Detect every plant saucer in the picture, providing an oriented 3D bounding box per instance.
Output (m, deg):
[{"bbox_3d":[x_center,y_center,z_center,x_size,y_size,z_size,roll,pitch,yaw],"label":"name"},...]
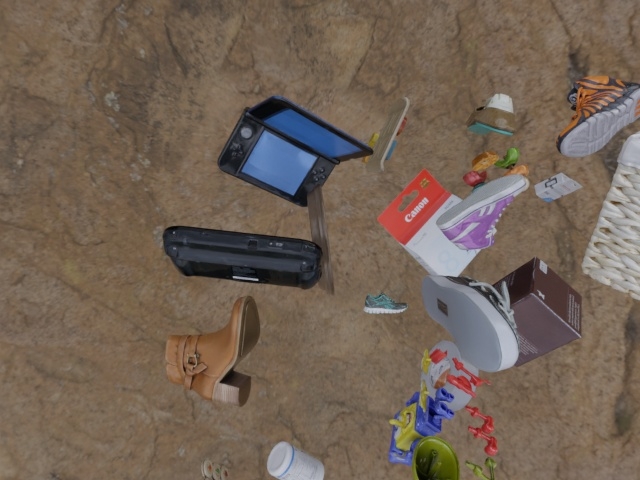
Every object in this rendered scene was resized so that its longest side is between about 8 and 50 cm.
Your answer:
[{"bbox_3d":[0.000,0.000,1.152,0.041,0.278,0.277,-8,98,0],"label":"plant saucer"}]

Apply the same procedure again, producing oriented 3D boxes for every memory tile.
[{"bbox_3d":[-0.209,0.521,0.933,0.012,0.148,0.113,-17,140,8],"label":"memory tile"}]

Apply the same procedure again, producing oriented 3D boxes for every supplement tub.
[{"bbox_3d":[-0.052,0.478,0.981,0.107,0.071,0.071,40,95,-25],"label":"supplement tub"}]

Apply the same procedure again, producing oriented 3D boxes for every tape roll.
[{"bbox_3d":[0.427,0.449,1.555,0.072,0.219,0.219,22,97,-15],"label":"tape roll"}]

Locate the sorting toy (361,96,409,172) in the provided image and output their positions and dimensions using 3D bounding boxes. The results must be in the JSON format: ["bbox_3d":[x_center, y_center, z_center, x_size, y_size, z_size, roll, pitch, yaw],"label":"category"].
[{"bbox_3d":[0.210,-0.330,1.528,0.041,0.307,0.229,20,94,-9],"label":"sorting toy"}]

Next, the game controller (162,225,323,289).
[{"bbox_3d":[-0.155,0.038,0.948,0.319,0.166,0.067,7,66,2],"label":"game controller"}]

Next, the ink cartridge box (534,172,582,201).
[{"bbox_3d":[0.533,-0.122,1.045,0.048,0.083,0.028,22,59,-28],"label":"ink cartridge box"}]

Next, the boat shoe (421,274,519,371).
[{"bbox_3d":[0.261,0.120,0.765,0.105,0.306,0.113,-7,95,-4],"label":"boat shoe"}]

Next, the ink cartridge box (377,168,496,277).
[{"bbox_3d":[0.468,-0.060,1.866,0.385,0.091,0.308,45,80,-5],"label":"ink cartridge box"}]

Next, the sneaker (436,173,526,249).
[{"bbox_3d":[0.510,-0.074,1.399,0.282,0.102,0.161,-35,106,31],"label":"sneaker"}]

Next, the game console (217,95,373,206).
[{"bbox_3d":[-0.067,-0.203,1.154,0.293,0.173,0.250,23,110,-30],"label":"game console"}]

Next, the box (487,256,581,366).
[{"bbox_3d":[0.539,0.189,1.221,0.167,0.168,0.203,42,132,-2],"label":"box"}]

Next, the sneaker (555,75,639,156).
[{"bbox_3d":[0.759,-0.360,1.334,0.321,0.180,0.124,-30,135,-12],"label":"sneaker"}]

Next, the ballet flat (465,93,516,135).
[{"bbox_3d":[0.561,-0.408,1.509,0.116,0.342,0.124,19,104,2],"label":"ballet flat"}]

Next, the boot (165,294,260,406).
[{"bbox_3d":[-0.269,0.254,1.145,0.220,0.109,0.283,11,105,19],"label":"boot"}]

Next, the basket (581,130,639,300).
[{"bbox_3d":[0.666,-0.030,0.731,0.331,0.328,0.266,-21,130,-30],"label":"basket"}]

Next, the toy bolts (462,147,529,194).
[{"bbox_3d":[0.653,-0.223,1.772,0.218,0.228,0.158,-7,69,-34],"label":"toy bolts"}]

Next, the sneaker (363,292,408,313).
[{"bbox_3d":[0.243,0.231,1.736,0.167,0.065,0.076,0,92,-4],"label":"sneaker"}]

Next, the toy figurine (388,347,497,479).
[{"bbox_3d":[0.236,0.441,1.012,0.191,0.362,0.217,30,125,-6],"label":"toy figurine"}]
